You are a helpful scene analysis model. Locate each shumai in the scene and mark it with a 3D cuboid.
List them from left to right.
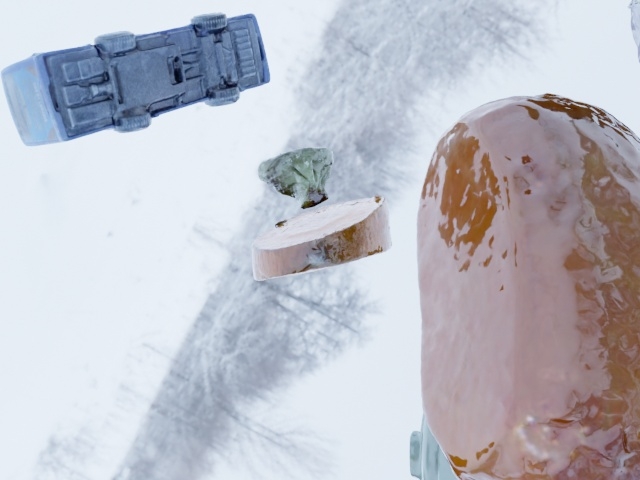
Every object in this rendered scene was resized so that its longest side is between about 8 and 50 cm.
[{"bbox_3d":[-0.033,-0.093,1.341,0.099,0.124,0.087,74,2,-84],"label":"shumai"}]

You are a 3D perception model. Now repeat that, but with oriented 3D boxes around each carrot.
[{"bbox_3d":[0.000,0.000,1.470,0.258,0.100,0.307,-17,-176,6],"label":"carrot"}]

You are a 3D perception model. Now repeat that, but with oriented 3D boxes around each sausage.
[{"bbox_3d":[0.138,0.035,0.488,0.153,0.141,0.268,-44,-140,51],"label":"sausage"}]

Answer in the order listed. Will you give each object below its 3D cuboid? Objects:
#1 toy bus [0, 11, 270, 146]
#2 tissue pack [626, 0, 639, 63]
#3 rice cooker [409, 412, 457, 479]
[{"bbox_3d":[-0.148,-0.142,0.721,0.236,0.094,0.079,-28,117,-48],"label":"toy bus"},{"bbox_3d":[0.497,-0.141,1.034,0.125,0.344,0.242,-20,-162,8],"label":"tissue pack"},{"bbox_3d":[0.222,0.178,0.738,0.241,0.227,0.280,-54,135,-35],"label":"rice cooker"}]
